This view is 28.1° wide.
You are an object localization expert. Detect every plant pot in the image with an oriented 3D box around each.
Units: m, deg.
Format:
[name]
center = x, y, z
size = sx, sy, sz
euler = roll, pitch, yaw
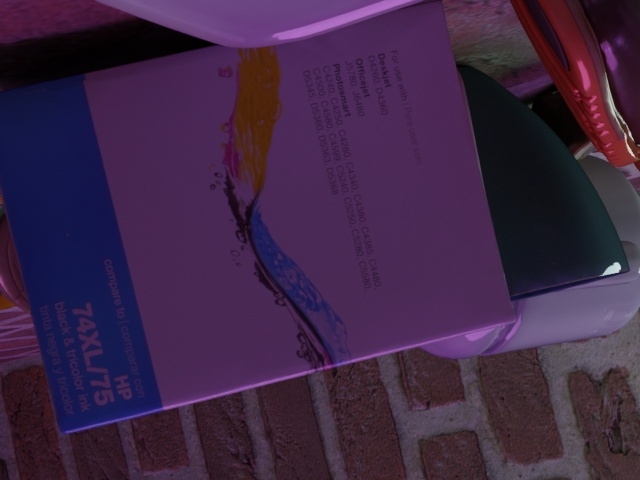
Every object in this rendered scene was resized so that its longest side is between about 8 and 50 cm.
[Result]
[plant pot]
center = 0.091, -0.033, 1.073
size = 0.290, 0.195, 0.290
euler = -14, 175, -1

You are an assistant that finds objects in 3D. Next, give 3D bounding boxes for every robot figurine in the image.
[robot figurine]
center = 0.203, 0.015, 1.349
size = 0.353, 0.200, 0.300
euler = -6, -177, -25

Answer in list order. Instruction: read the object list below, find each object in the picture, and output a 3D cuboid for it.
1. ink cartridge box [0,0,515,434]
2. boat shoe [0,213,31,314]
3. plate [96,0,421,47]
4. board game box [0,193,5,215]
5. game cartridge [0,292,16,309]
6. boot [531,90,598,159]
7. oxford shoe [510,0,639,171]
[ink cartridge box]
center = -0.046, -0.017, 0.807
size = 0.270, 0.197, 0.198
euler = -14, -179, -5
[boat shoe]
center = -0.269, 0.014, 1.222
size = 0.092, 0.103, 0.285
euler = 22, 177, 16
[plate]
center = 0.015, -0.143, 0.556
size = 0.277, 0.045, 0.278
euler = -15, 175, 20
[board game box]
center = -0.394, -0.010, 0.929
size = 0.317, 0.046, 0.213
euler = -10, 175, -29
[game cartridge]
center = -0.253, 0.028, 1.636
size = 0.323, 0.053, 0.285
euler = -13, 175, -18
[boot]
center = 0.305, -0.131, 1.247
size = 0.165, 0.077, 0.213
euler = -15, 175, -11
[oxford shoe]
center = 0.214, -0.123, 0.779
size = 0.132, 0.130, 0.363
euler = -32, 164, 20
